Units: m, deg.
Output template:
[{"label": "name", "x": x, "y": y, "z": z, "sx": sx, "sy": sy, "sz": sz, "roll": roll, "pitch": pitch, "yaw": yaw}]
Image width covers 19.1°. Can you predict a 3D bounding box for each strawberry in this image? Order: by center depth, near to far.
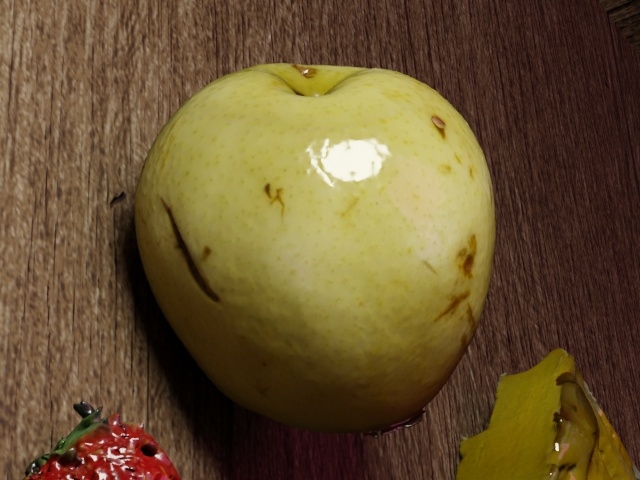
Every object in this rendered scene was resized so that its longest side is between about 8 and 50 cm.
[{"label": "strawberry", "x": -0.142, "y": 0.201, "z": 1.321, "sx": 0.140, "sy": 0.085, "sz": 0.192, "roll": 57, "pitch": 27, "yaw": -26}]

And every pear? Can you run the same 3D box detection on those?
[{"label": "pear", "x": 0.000, "y": 0.000, "z": 1.559, "sx": 0.309, "sy": 0.309, "sz": 0.309, "roll": 47, "pitch": 30, "yaw": -38}]

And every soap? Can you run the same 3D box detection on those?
[{"label": "soap", "x": 0.272, "y": 0.298, "z": 2.042, "sx": 0.281, "sy": 0.143, "sz": 0.259, "roll": 56, "pitch": 30, "yaw": -23}]
